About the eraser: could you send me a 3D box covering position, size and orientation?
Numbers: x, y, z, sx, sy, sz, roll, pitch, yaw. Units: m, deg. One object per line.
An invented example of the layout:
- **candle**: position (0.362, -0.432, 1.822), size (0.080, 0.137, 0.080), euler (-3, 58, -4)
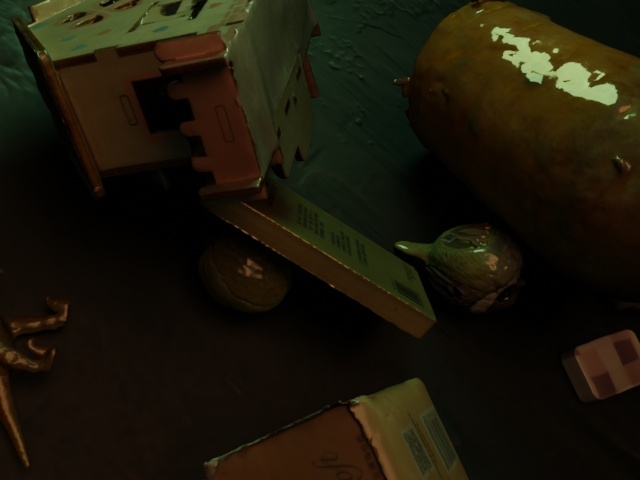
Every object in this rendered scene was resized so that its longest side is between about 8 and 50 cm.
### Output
- **eraser**: position (0.329, 0.143, 0.867), size (0.105, 0.026, 0.065), euler (-12, 74, -31)

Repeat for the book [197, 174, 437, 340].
- **book**: position (0.000, 0.000, 0.720), size (0.231, 0.026, 0.161), euler (32, 13, -8)

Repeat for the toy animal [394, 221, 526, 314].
- **toy animal**: position (0.151, 0.033, 0.814), size (0.098, 0.137, 0.098), euler (10, 79, -63)

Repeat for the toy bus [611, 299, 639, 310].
- **toy bus**: position (0.430, -0.007, 0.926), size (0.203, 0.142, 0.142), euler (-18, 80, -33)

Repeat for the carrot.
- **carrot**: position (0.263, -0.096, 0.791), size (0.224, 0.224, 0.341), euler (-21, 47, -33)

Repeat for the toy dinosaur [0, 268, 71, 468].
- **toy dinosaur**: position (-0.273, 0.088, 0.600), size (0.126, 0.039, 0.162), euler (12, 65, -9)

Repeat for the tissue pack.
- **tissue pack**: position (0.030, 0.284, 0.558), size (0.239, 0.238, 0.305), euler (-17, 75, -32)

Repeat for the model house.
- **model house**: position (-0.140, -0.139, 0.658), size (0.244, 0.169, 0.326), euler (-6, 36, 11)

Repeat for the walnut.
- **walnut**: position (-0.069, 0.025, 0.702), size (0.092, 0.092, 0.092), euler (11, 61, -21)
